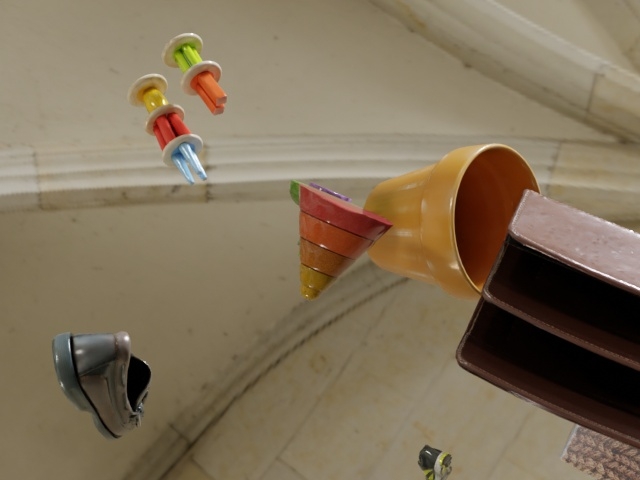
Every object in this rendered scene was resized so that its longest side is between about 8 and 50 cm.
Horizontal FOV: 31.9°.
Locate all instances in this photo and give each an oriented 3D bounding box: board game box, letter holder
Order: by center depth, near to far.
[{"bbox_3d":[0.329,0.099,1.267,0.214,0.302,0.152,-52,-18,-57],"label":"letter holder"},{"bbox_3d":[0.527,0.289,1.900,0.232,0.141,0.291,-63,-15,2],"label":"board game box"}]

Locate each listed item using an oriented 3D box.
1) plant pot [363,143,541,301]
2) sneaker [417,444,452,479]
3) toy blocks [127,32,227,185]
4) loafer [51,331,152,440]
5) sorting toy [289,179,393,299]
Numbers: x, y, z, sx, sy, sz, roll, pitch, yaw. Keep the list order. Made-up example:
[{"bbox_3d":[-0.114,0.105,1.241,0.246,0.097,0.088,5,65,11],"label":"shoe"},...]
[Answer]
[{"bbox_3d":[0.165,-0.021,1.500,0.205,0.188,0.205,1,-92,-45],"label":"plant pot"},{"bbox_3d":[0.127,0.252,1.254,0.031,0.035,0.083,-46,-24,-28],"label":"sneaker"},{"bbox_3d":[-0.152,-0.150,1.308,0.123,0.148,0.054,-44,-28,23],"label":"toy blocks"},{"bbox_3d":[-0.226,0.164,1.268,0.084,0.096,0.267,-15,-20,-1],"label":"loafer"},{"bbox_3d":[0.000,0.000,1.441,0.127,0.365,0.126,22,-87,-6],"label":"sorting toy"}]
